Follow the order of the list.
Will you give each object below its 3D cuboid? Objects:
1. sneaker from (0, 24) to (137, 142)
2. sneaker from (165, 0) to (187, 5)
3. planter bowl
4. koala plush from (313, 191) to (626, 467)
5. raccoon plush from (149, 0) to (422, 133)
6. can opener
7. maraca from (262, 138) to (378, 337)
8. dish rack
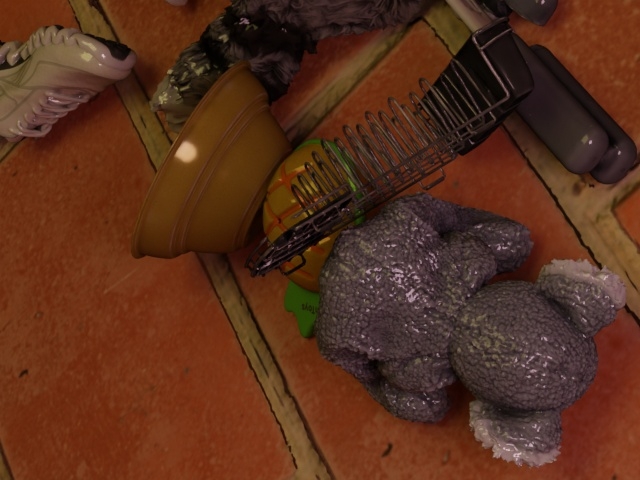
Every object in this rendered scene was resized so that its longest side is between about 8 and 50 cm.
[{"bbox_3d":[-0.303,-0.168,2.091,0.292,0.110,0.118,-3,75,51],"label":"sneaker"},{"bbox_3d":[-0.077,-0.363,1.984,0.305,0.114,0.152,-37,60,31],"label":"sneaker"},{"bbox_3d":[-0.086,-0.055,1.799,0.090,0.217,0.217,30,92,7],"label":"planter bowl"},{"bbox_3d":[0.126,0.074,1.515,0.221,0.203,0.196,28,90,35],"label":"koala plush"},{"bbox_3d":[-0.038,-0.344,1.865,0.446,0.216,0.299,-29,44,30],"label":"raccoon plush"},{"bbox_3d":[0.189,-0.167,1.636,0.095,0.076,0.283,-55,44,21],"label":"can opener"},{"bbox_3d":[0.000,0.000,1.724,0.127,0.099,0.185,9,101,56],"label":"maraca"},{"bbox_3d":[0.047,-0.066,1.574,0.271,0.208,0.074,-32,84,-15],"label":"dish rack"}]
